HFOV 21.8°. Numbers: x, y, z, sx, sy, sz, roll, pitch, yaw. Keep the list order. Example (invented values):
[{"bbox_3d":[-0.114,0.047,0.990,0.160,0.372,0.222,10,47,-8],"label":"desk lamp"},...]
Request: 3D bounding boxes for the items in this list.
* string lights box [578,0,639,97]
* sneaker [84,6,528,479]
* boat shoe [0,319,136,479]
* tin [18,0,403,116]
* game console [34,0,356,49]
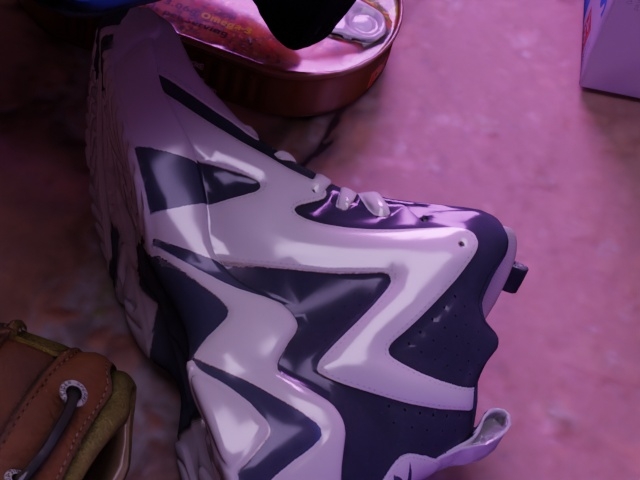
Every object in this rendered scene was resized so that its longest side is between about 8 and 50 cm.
[{"bbox_3d":[0.188,-0.205,0.832,0.076,0.133,0.260,12,51,-3],"label":"string lights box"},{"bbox_3d":[0.000,0.000,0.665,0.153,0.094,0.235,-10,56,-20],"label":"sneaker"},{"bbox_3d":[-0.122,0.149,0.516,0.104,0.111,0.307,9,52,-3],"label":"boat shoe"},{"bbox_3d":[-0.055,-0.121,0.782,0.189,0.040,0.106,21,56,4],"label":"tin"},{"bbox_3d":[-0.106,-0.201,0.617,0.173,0.250,0.293,-27,87,-17],"label":"game console"}]
